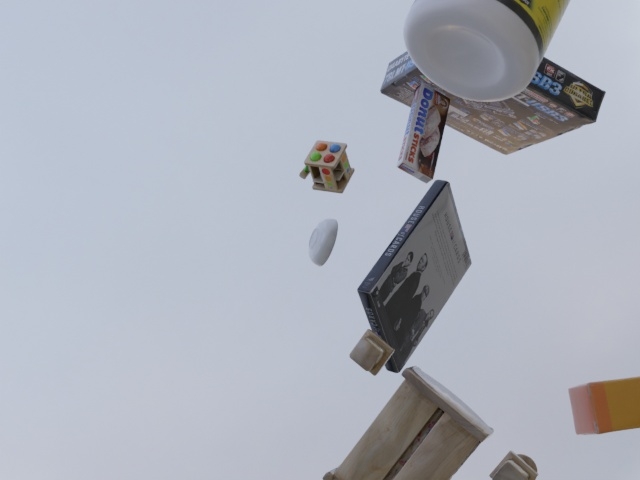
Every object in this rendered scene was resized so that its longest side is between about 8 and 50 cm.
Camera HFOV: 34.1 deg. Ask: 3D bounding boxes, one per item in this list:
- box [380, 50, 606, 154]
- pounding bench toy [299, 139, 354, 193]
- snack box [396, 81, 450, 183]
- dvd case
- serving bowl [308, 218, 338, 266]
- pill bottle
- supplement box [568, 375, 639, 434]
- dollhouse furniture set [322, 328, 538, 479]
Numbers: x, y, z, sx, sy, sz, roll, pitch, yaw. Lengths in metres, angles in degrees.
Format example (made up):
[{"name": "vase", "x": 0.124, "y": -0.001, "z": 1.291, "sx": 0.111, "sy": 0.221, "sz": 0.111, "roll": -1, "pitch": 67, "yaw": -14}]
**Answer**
[{"name": "box", "x": 0.297, "y": -0.266, "z": 1.850, "sx": 0.293, "sy": 0.295, "sz": 0.073, "roll": -23, "pitch": 46, "yaw": 67}, {"name": "pounding bench toy", "x": -0.001, "y": -0.117, "z": 1.591, "sx": 0.052, "sy": 0.083, "sz": 0.065, "roll": -61, "pitch": -32, "yaw": -34}, {"name": "snack box", "x": 0.177, "y": -0.184, "z": 1.776, "sx": 0.022, "sy": 0.064, "sz": 0.178, "roll": -38, "pitch": 31, "yaw": 53}, {"name": "dvd case", "x": 0.145, "y": 0.052, "z": 1.547, "sx": 0.239, "sy": 0.029, "sz": 0.179, "roll": -53, "pitch": -41, "yaw": -32}, {"name": "serving bowl", "x": 0.000, "y": 0.000, "z": 1.731, "sx": 0.027, "sy": 0.083, "sz": 0.083, "roll": 19, "pitch": -62, "yaw": -17}, {"name": "pill bottle", "x": 0.260, "y": -0.370, "z": 1.441, "sx": 0.334, "sy": 0.188, "sz": 0.188, "roll": -61, "pitch": -19, "yaw": -27}, {"name": "supplement box", "x": 0.496, "y": 0.239, "z": 1.558, "sx": 0.233, "sy": 0.078, "sz": 0.080, "roll": -5, "pitch": -13, "yaw": -10}, {"name": "dollhouse furniture set", "x": 0.130, "y": 0.346, "z": 1.437, "sx": 0.303, "sy": 0.355, "sz": 0.174, "roll": -54, "pitch": -18, "yaw": 13}]
